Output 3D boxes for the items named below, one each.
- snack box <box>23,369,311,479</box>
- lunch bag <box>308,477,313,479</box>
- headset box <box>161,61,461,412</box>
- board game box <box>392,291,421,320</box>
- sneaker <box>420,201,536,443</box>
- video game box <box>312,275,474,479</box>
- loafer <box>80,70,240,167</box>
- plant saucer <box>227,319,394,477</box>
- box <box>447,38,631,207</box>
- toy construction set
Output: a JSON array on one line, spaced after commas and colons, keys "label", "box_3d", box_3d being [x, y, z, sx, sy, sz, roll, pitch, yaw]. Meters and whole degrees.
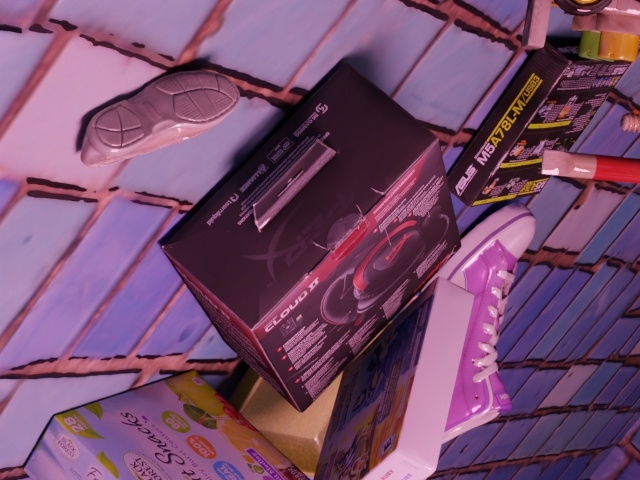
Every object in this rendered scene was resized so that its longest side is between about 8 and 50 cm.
[{"label": "snack box", "box_3d": [-0.121, 0.207, 1.608, 0.207, 0.174, 0.070, -16, 142, -57]}, {"label": "lunch bag", "box_3d": [-0.018, 0.294, 2.090, 0.221, 0.138, 0.293, -40, 149, -15]}, {"label": "headset box", "box_3d": [0.000, 0.000, 1.569, 0.218, 0.110, 0.293, -46, 161, -8]}, {"label": "board game box", "box_3d": [0.032, 0.124, 1.923, 0.201, 0.035, 0.136, -50, 141, 3]}, {"label": "sneaker", "box_3d": [0.179, 0.104, 2.075, 0.282, 0.161, 0.102, -53, 159, 9]}, {"label": "video game box", "box_3d": [0.059, 0.159, 1.688, 0.187, 0.048, 0.205, -52, -164, 46]}, {"label": "loafer", "box_3d": [-0.113, -0.083, 1.291, 0.125, 0.045, 0.039, -24, 167, -37]}, {"label": "plant saucer", "box_3d": [-0.010, 0.138, 1.832, 0.188, 0.045, 0.188, 17, 110, -48]}, {"label": "box", "box_3d": [0.225, -0.122, 1.919, 0.184, 0.045, 0.191, -54, 161, 23]}, {"label": "toy construction set", "box_3d": [0.251, -0.184, 1.664, 0.237, 0.257, 0.308, 4, 120, -10]}]
